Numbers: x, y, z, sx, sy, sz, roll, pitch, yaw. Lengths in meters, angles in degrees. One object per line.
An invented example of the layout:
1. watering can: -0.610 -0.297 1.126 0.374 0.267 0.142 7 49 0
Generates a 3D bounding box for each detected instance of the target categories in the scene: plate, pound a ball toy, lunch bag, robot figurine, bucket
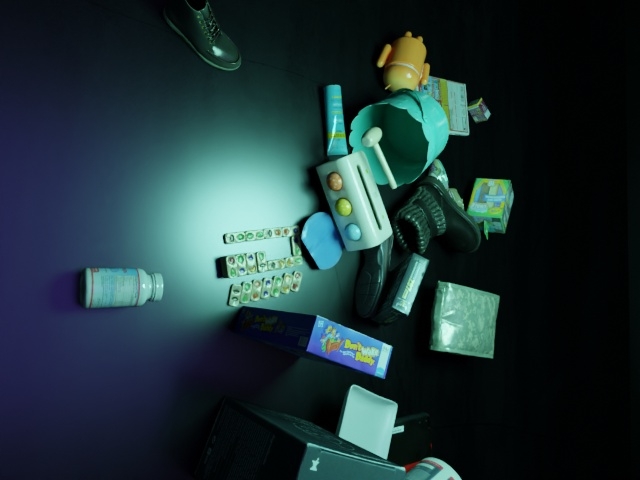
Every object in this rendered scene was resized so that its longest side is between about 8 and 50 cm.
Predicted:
1. plate: 0.115 0.581 1.317 0.278 0.045 0.277 38 62 -43
2. pound a ball toy: 0.113 -0.140 1.322 0.135 0.208 0.319 -32 106 -46
3. lunch bag: 0.480 0.280 1.597 0.287 0.169 0.235 18 77 -38
4. robot figurine: 0.280 -0.589 1.534 0.158 0.128 0.220 31 68 -46
5. bucket: 0.248 -0.323 1.411 0.183 0.281 0.281 -39 109 -40

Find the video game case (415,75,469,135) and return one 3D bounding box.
1. video game case: 0.456 -0.506 1.713 0.285 0.025 0.204 -4 90 -36

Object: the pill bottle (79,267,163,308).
1. pill bottle: -0.437 0.104 1.005 0.160 0.087 0.087 3 86 -36

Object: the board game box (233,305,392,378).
1. board game box: -0.031 0.245 1.126 0.233 0.347 0.078 28 71 -31

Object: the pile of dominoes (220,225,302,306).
1. pile of dominoes: -0.145 0.065 1.243 0.251 0.040 0.196 -8 92 -35

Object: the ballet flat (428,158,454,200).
1. ballet flat: 0.429 -0.183 1.653 0.079 0.077 0.222 -26 103 -14

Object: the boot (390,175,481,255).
1. boot: 0.395 -0.026 1.559 0.348 0.131 0.260 46 50 -13

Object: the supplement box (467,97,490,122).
1. supplement box: 0.633 -0.519 1.822 0.083 0.055 0.043 49 62 -24

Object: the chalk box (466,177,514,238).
1. chalk box: 0.642 -0.112 1.737 0.132 0.132 0.213 46 60 -52

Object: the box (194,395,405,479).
1. box: -0.060 0.543 1.057 0.293 0.395 0.212 30 70 -30

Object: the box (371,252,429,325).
1. box: 0.240 0.157 1.399 0.059 0.233 0.183 27 69 1

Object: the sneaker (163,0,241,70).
1. sneaker: -0.278 -0.521 1.136 0.222 0.118 0.083 33 69 -29

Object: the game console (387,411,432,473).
1. game console: 0.219 0.751 1.459 0.386 0.060 0.342 4 79 -36

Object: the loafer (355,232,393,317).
1. loafer: 0.185 0.098 1.440 0.095 0.109 0.303 18 74 -37

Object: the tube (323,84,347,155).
1. tube: 0.043 -0.368 1.403 0.080 0.052 0.207 -9 98 -29

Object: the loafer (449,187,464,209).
1. loafer: 0.515 -0.133 1.713 0.050 0.056 0.148 -29 104 -27

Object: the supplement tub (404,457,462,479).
1. supplement tub: 0.290 0.796 1.347 0.272 0.191 0.191 -17 97 -36

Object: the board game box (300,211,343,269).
1. board game box: 0.000 0.000 1.357 0.133 0.033 0.169 -47 118 -33
